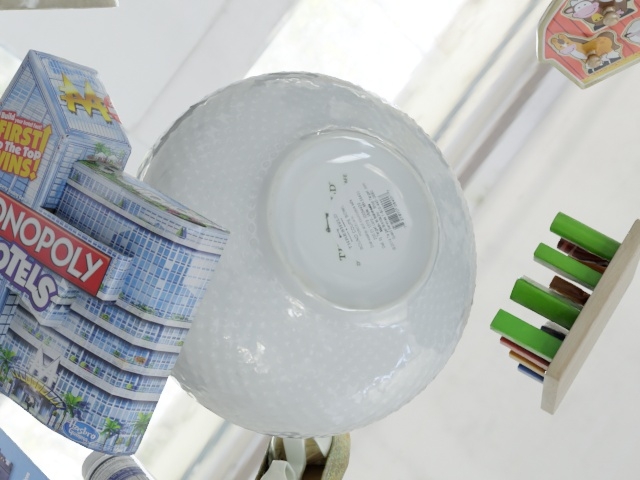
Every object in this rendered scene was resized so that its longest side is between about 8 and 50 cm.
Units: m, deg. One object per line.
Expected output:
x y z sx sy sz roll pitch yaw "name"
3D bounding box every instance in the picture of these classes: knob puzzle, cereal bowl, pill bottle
0.347 -0.255 1.342 0.213 0.213 0.030 -34 -130 41 "knob puzzle"
0.000 0.000 0.989 0.339 0.339 0.141 -63 -166 -24 "cereal bowl"
-0.286 0.365 1.623 0.094 0.094 0.169 -56 -144 -5 "pill bottle"

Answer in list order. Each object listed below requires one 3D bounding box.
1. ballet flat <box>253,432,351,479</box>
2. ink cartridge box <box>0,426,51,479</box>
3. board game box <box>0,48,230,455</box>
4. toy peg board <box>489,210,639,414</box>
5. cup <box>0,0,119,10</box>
-0.039 0.315 1.490 0.123 0.123 0.348 -38 -164 35 "ballet flat"
-0.452 0.216 1.061 0.270 0.395 0.151 -12 -142 28 "ink cartridge box"
-0.156 -0.003 0.664 0.194 0.060 0.194 27 -81 31 "board game box"
0.222 0.059 1.027 0.161 0.079 0.160 -56 162 -11 "toy peg board"
-0.467 -0.453 1.626 0.331 0.331 0.236 -146 -126 -69 "cup"
